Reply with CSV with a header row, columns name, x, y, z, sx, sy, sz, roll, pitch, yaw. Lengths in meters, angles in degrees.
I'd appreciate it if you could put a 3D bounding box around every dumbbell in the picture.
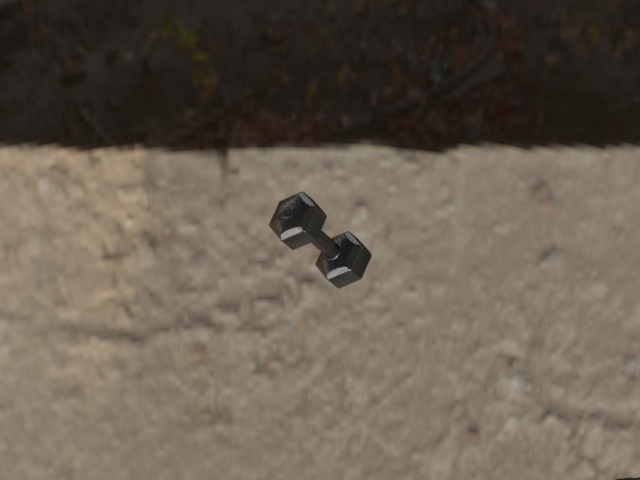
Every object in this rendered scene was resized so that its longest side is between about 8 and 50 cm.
name,x,y,z,sx,sy,sz,roll,pitch,yaw
dumbbell,0.000,0.000,1.392,0.040,0.083,0.036,-22,50,25

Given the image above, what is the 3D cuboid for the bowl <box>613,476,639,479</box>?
name,x,y,z,sx,sy,sz,roll,pitch,yaw
bowl,0.175,0.273,0.725,0.354,0.185,0.354,23,31,-15
